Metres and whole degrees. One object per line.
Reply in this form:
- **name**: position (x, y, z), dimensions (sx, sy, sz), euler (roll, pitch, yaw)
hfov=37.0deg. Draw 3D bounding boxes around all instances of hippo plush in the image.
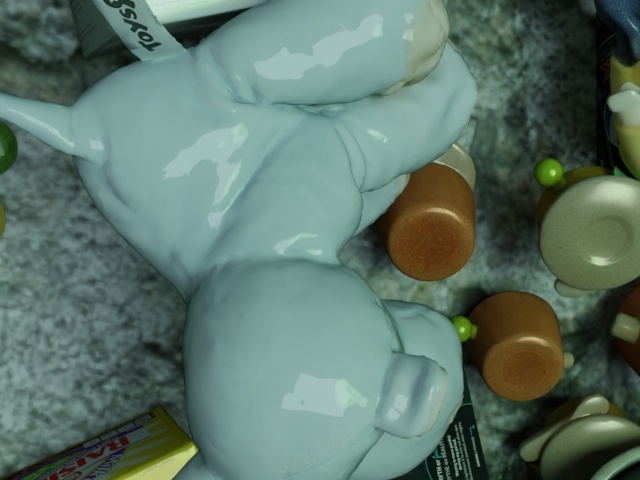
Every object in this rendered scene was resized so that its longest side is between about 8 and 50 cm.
- **hippo plush**: position (0.000, 0.000, 0.486), dimensions (0.234, 0.236, 0.294), euler (-33, 152, 15)

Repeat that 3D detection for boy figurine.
- **boy figurine**: position (0.249, -0.104, 0.653), dimensions (0.177, 0.092, 0.285), euler (-33, 102, -41)

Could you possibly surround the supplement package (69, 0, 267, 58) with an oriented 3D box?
- **supplement package**: position (-0.062, -0.230, 0.559), dimensions (0.194, 0.149, 0.203), euler (-16, 100, -19)

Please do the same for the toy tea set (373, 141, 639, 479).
- **toy tea set**: position (0.183, 0.036, 0.721), dimensions (0.200, 0.124, 0.336), euler (-34, 112, 15)

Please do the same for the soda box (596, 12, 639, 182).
- **soda box**: position (0.254, -0.097, 0.747), dimensions (0.060, 0.053, 0.169), euler (-4, 96, -21)

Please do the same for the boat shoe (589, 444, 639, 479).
- **boat shoe**: position (0.350, 0.232, 0.690), dimensions (0.340, 0.113, 0.127), euler (20, 97, -20)

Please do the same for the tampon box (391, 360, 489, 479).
- **tampon box**: position (0.011, 0.129, 0.647), dimensions (0.161, 0.101, 0.120), euler (-16, 100, -18)

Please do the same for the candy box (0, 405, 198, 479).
- **candy box**: position (-0.176, 0.162, 0.575), dimensions (0.206, 0.105, 0.027), euler (-23, 103, -18)

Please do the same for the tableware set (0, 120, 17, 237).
- **tableware set**: position (-0.248, -0.010, 0.578), dimensions (0.104, 0.024, 0.154), euler (18, 87, -25)
